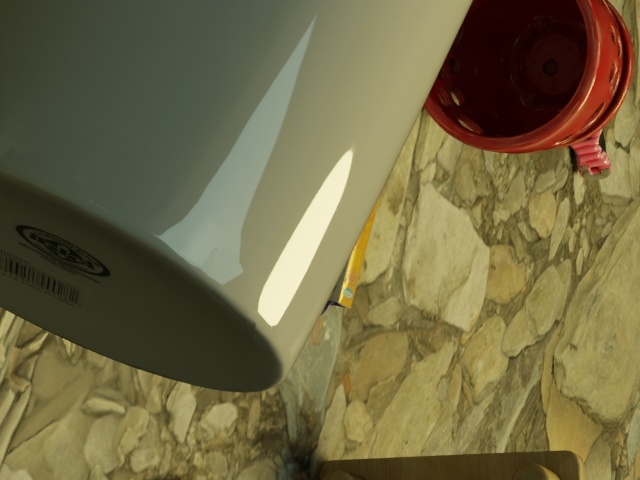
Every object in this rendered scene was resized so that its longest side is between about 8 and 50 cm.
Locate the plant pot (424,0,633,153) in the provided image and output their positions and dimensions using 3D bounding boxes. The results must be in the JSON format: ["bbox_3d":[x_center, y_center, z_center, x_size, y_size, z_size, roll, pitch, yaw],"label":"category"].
[{"bbox_3d":[0.208,-0.177,1.601,0.174,0.191,0.191,0,99,-61],"label":"plant pot"}]

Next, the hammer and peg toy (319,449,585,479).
[{"bbox_3d":[0.109,0.372,1.472,0.127,0.266,0.361,35,54,-63],"label":"hammer and peg toy"}]

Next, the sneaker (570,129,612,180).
[{"bbox_3d":[0.313,-0.127,1.935,0.119,0.047,0.057,68,23,-43],"label":"sneaker"}]

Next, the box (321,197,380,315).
[{"bbox_3d":[0.000,0.000,1.419,0.028,0.081,0.136,25,78,-58],"label":"box"}]

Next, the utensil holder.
[{"bbox_3d":[-0.079,-0.144,1.023,0.385,0.327,0.327,-65,146,-20],"label":"utensil holder"}]
